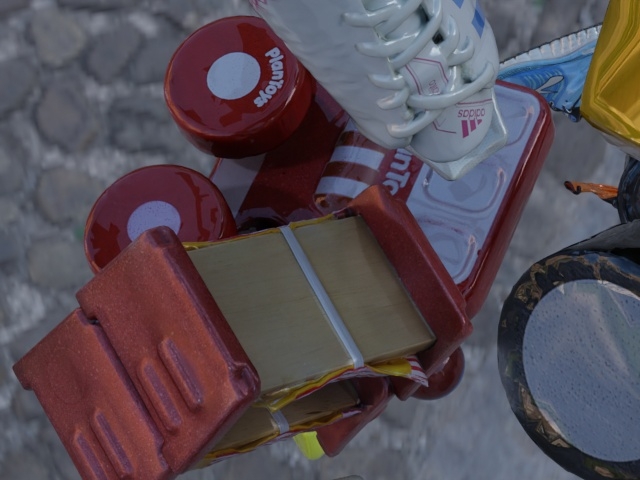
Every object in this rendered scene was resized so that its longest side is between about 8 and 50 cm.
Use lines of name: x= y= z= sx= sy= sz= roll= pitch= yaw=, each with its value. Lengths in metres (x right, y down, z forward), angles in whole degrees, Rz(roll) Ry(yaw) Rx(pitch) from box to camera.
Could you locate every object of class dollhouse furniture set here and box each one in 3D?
dollhouse furniture set: x=0.019 y=0.164 z=1.050 sx=0.201 sy=0.152 sz=0.374 roll=-11 pitch=64 yaw=-47

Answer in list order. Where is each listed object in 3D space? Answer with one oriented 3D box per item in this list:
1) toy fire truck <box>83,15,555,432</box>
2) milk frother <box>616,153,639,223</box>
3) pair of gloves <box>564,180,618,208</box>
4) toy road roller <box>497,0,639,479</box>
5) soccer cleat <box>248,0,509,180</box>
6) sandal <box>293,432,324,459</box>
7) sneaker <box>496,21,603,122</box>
toy fire truck: x=0.000 y=0.000 z=1.325 sx=0.254 sy=0.169 sz=0.302 roll=16 pitch=66 yaw=21
milk frother: x=0.255 y=-0.065 z=1.169 sx=0.143 sy=0.129 sz=0.135 roll=5 pitch=25 yaw=8
pair of gloves: x=0.212 y=-0.023 z=1.296 sx=0.074 sy=0.010 sz=0.083 roll=6 pitch=14 yaw=-32
toy road roller: x=0.235 y=-0.026 z=0.698 sx=0.240 sy=0.329 sz=0.202 roll=28 pitch=30 yaw=31
soccer cleat: x=0.040 y=-0.120 z=1.023 sx=0.116 sy=0.331 sz=0.143 roll=-33 pitch=73 yaw=8
sandal: x=-0.003 y=0.052 z=1.800 sx=0.138 sy=0.317 sz=0.126 roll=-25 pitch=40 yaw=-12
sneaker: x=0.192 y=-0.129 z=1.630 sx=0.162 sy=0.063 sz=0.073 roll=-20 pitch=93 yaw=26
